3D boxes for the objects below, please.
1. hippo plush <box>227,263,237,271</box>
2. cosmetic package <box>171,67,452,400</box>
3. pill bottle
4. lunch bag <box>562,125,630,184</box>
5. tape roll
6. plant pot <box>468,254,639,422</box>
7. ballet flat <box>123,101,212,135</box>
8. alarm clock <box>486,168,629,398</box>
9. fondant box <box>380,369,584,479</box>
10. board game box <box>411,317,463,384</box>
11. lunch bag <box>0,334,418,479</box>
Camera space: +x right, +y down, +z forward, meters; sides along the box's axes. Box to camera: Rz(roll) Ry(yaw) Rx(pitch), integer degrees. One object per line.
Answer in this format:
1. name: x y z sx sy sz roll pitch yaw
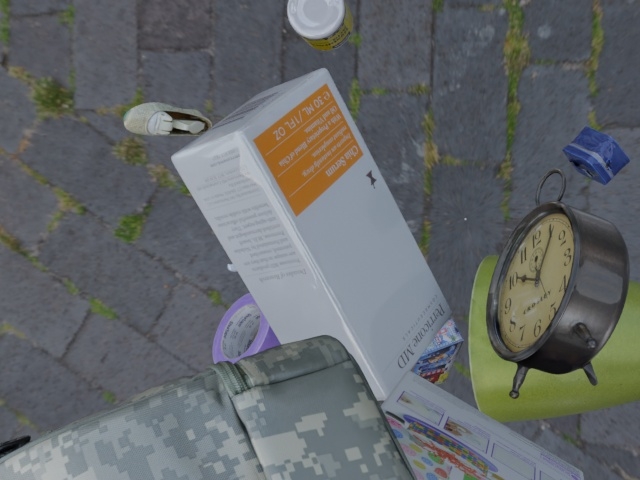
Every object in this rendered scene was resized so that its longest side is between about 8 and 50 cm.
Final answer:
1. hippo plush: 0.016 0.002 1.811 0.294 0.234 0.236 19 91 24
2. cosmetic package: 0.000 0.000 1.328 0.161 0.230 0.453 -12 115 43
3. pill bottle: 0.003 -0.254 1.005 0.065 0.116 0.065 1 93 10
4. lunch bag: 0.439 -0.131 1.398 0.065 0.098 0.067 -45 116 3
5. tape roll: -0.144 0.212 1.893 0.080 0.189 0.189 33 98 -35
6. plant pot: 0.413 0.155 1.371 0.293 0.275 0.275 -2 91 25
7. ballet flat: -0.252 -0.202 1.477 0.052 0.168 0.057 29 115 35
8. alarm clock: 0.188 0.022 0.694 0.064 0.129 0.192 15 56 -15
9. fondant box: 0.147 0.262 0.891 0.238 0.330 0.096 30 99 11
10. board game box: 0.187 0.259 1.861 0.194 0.194 0.060 -12 56 -15
11. lunch bag: -0.066 0.237 0.574 0.256 0.212 0.305 -13 68 -28
